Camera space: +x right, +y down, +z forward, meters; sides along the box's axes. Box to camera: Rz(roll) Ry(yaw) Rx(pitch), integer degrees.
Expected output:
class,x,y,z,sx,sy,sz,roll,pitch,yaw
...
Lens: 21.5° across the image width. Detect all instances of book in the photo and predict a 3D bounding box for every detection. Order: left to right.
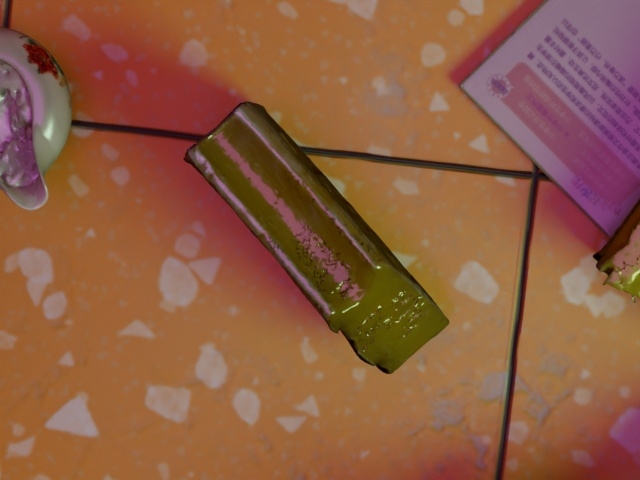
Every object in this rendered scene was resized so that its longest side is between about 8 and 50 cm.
class,x,y,z,sx,sy,sz,roll,pitch,yaw
book,0.298,-0.167,1.480,0.295,0.020,0.208,-44,88,7

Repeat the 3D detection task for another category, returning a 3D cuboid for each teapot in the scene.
class,x,y,z,sx,sy,sz,roll,pitch,yaw
teapot,-0.301,-0.127,1.520,0.145,0.092,0.226,-35,88,5

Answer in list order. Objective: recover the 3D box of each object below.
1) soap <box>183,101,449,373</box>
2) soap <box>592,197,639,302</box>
class,x,y,z,sx,sy,sz,roll,pitch,yaw
soap,0.000,0.000,1.458,0.080,0.160,0.257,-42,89,6
soap,0.401,-0.047,1.421,0.204,0.096,0.324,37,98,1
